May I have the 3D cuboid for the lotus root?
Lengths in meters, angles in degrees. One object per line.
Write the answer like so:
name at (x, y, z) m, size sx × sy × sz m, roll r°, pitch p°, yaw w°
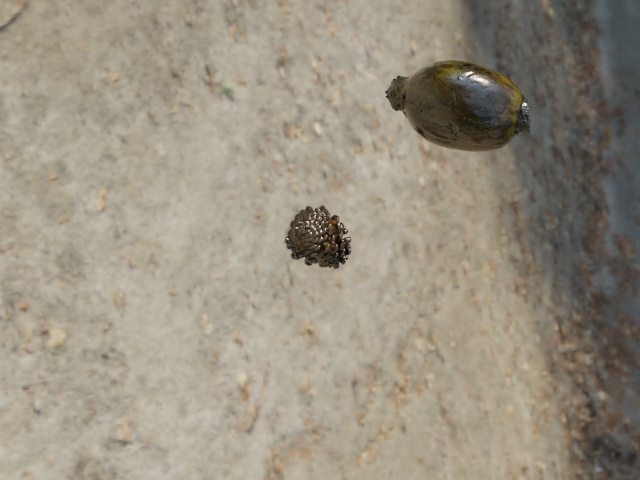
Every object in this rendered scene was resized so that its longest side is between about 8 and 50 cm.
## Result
lotus root at (0.187, -0.185, 1.461) m, size 0.120 × 0.209 × 0.120 m, roll 14°, pitch 90°, yaw -73°

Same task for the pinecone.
pinecone at (0.000, 0.003, 1.721) m, size 0.109 × 0.102 × 0.102 m, roll 44°, pitch 39°, yaw -22°
